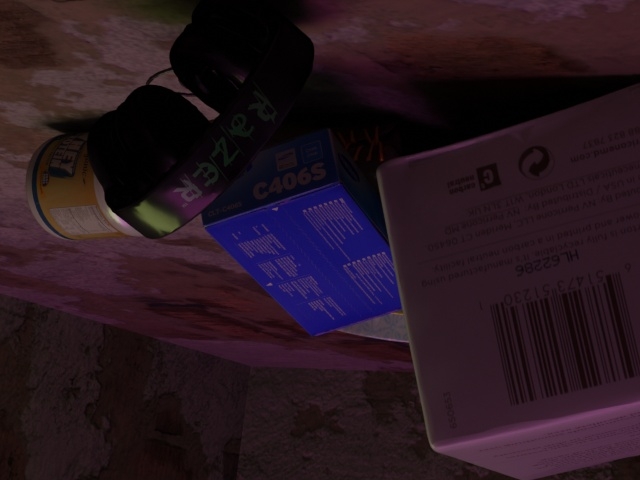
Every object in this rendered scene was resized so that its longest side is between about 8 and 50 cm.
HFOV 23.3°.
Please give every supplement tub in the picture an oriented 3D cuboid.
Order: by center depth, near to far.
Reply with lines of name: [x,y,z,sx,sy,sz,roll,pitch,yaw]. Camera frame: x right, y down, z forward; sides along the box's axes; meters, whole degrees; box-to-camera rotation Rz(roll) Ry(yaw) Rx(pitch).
supplement tub: [-0.272,-0.075,2.031,0.200,0.144,0.144,-4,165,40]

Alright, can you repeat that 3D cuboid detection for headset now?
headset: [-0.098,-0.117,1.536,0.185,0.243,0.394,40,-173,-21]

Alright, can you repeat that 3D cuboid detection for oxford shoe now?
oxford shoe: [0.026,-0.104,1.844,0.364,0.130,0.133,6,152,-27]

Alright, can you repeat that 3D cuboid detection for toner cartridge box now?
toner cartridge box: [0.000,0.000,1.817,0.165,0.075,0.348,-19,151,12]

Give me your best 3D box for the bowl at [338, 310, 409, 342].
bowl: [0.134,0.064,2.438,0.290,0.156,0.289,7,168,1]

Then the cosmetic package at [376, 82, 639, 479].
cosmetic package: [0.297,0.067,1.747,0.329,0.327,0.394,-16,162,17]
